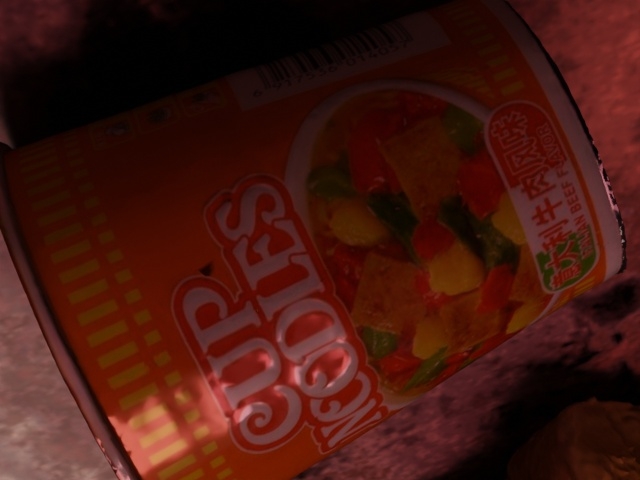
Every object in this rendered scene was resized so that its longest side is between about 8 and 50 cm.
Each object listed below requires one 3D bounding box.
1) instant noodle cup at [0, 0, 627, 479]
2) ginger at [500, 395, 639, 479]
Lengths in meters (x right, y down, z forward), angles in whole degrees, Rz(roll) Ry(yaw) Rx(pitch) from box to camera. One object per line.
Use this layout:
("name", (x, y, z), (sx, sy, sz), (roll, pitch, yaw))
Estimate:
("instant noodle cup", (0.000, 0.000, 0.546), (0.185, 0.168, 0.168), (-25, 142, -2))
("ginger", (0.133, 0.192, 0.849), (0.219, 0.123, 0.270), (12, 143, -28))
